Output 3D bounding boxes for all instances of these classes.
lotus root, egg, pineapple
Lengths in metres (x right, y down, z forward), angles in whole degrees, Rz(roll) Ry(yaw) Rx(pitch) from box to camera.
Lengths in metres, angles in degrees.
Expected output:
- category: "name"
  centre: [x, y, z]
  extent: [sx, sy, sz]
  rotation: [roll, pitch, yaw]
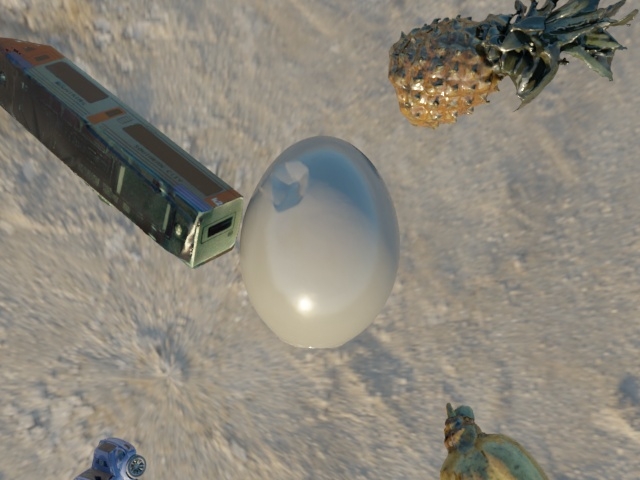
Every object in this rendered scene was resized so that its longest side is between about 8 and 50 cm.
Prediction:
- category: "lotus root"
  centre: [0.130, 0.183, 0.947]
  extent: [0.072, 0.063, 0.152]
  rotation: [-35, 83, 14]
- category: "egg"
  centre: [0.000, 0.000, 1.437]
  extent: [0.176, 0.176, 0.232]
  rotation: [1, 116, -6]
- category: "pineapple"
  centre: [0.276, -0.266, 1.868]
  extent: [0.364, 0.165, 0.166]
  rotation: [-14, 85, 23]

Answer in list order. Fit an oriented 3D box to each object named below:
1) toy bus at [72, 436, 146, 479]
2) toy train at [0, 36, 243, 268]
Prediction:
- category: "toy bus"
  centre: [-0.256, 0.329, 1.614]
  extent: [0.076, 0.073, 0.167]
  rotation: [-12, 101, -39]
- category: "toy train"
  centre: [-0.251, -0.118, 1.549]
  extent: [0.089, 0.086, 0.409]
  rotation: [-26, 52, -38]
